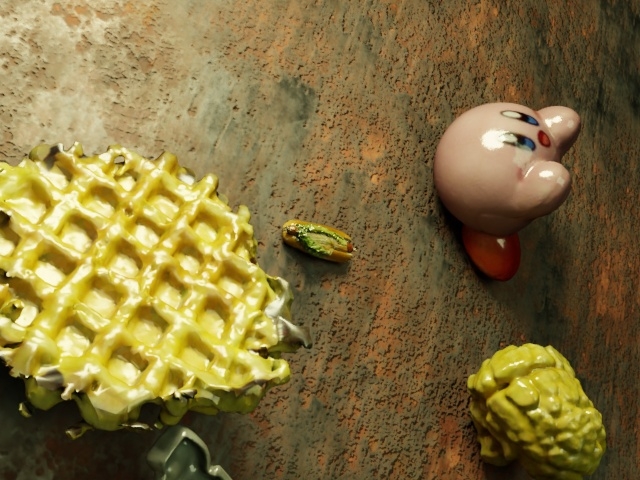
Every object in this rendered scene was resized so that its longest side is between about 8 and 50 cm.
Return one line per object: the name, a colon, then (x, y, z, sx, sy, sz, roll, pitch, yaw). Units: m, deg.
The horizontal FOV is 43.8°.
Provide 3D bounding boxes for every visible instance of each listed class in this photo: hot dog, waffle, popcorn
hot dog: (0.000, 0.000, 1.180, 0.133, 0.041, 0.056, 17, 64, -32)
waffle: (-0.212, 0.044, 0.908, 0.379, 0.095, 0.382, 1, 49, -39)
popcorn: (0.321, 0.278, 1.223, 0.226, 0.203, 0.200, 35, 30, -36)

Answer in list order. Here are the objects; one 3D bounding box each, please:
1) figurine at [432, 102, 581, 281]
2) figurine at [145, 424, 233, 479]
figurine: (0.293, -0.113, 1.353, 0.211, 0.261, 0.270, 20, 60, 1)
figurine: (-0.146, 0.376, 0.851, 0.284, 0.167, 0.343, 8, 69, -36)
